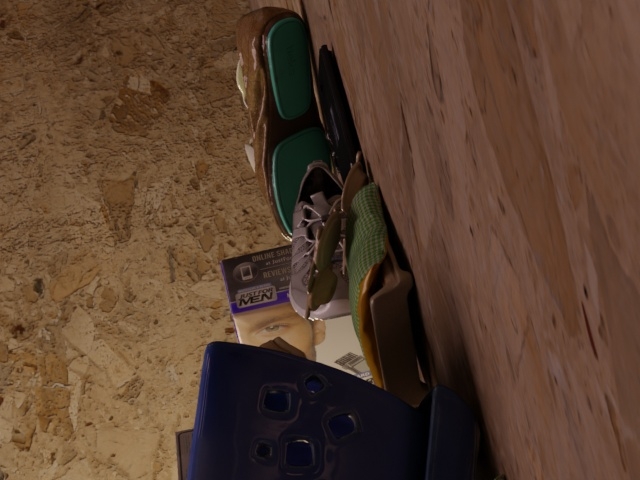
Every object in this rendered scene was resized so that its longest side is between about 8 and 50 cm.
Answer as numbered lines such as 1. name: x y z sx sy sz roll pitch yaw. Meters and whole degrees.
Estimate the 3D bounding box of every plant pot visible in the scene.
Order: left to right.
1. plant pot: 0.006 0.215 1.119 0.236 0.212 0.236 95 -179 -77

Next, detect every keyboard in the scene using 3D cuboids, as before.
1. keyboard: 0.024 -0.123 1.622 0.108 0.023 0.180 94 166 -58

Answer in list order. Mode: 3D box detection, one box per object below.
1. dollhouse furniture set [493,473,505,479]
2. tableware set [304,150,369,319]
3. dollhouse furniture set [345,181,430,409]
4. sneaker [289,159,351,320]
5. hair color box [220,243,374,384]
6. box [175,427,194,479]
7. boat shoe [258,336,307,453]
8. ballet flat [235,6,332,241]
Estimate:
1. dollhouse furniture set: 0.116 0.246 0.996 0.076 0.059 0.151 83 173 -61
2. tableware set: 0.020 -0.001 1.507 0.168 0.020 0.141 -56 -22 -44
3. dollhouse furniture set: 0.020 0.125 1.441 0.197 0.151 0.301 -107 6 -59
4. sneaker: 0.000 0.000 1.771 0.281 0.105 0.115 -106 4 -60
5. hair color box: -0.020 0.148 2.023 0.338 0.185 0.110 80 176 -48
6. box: -0.031 0.290 1.802 0.169 0.290 0.087 -104 4 -63
7. boat shoe: 0.037 0.211 1.284 0.302 0.103 0.113 41 175 0
8. ballet flat: -0.063 -0.167 2.013 0.124 0.116 0.342 24 132 48
